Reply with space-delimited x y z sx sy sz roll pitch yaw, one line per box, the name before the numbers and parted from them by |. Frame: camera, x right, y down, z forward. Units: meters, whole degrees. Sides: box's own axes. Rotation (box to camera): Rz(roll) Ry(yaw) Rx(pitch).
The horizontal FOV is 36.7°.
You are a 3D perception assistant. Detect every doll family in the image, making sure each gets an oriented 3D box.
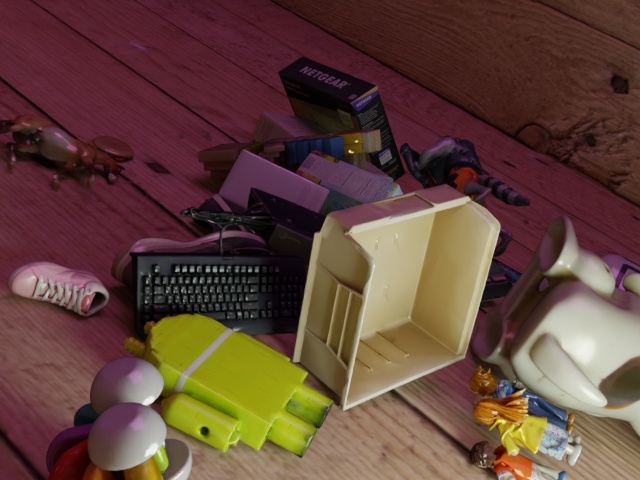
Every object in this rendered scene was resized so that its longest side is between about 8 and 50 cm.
doll family | 0.293 0.255 1.419 0.163 0.118 0.263 25 20 3

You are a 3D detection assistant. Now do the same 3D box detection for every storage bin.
storage bin | 0.112 0.072 1.407 0.262 0.260 0.123 -15 37 -39

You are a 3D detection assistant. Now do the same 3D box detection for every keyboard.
keyboard | -0.139 0.039 1.412 0.033 0.201 0.317 -9 -8 43

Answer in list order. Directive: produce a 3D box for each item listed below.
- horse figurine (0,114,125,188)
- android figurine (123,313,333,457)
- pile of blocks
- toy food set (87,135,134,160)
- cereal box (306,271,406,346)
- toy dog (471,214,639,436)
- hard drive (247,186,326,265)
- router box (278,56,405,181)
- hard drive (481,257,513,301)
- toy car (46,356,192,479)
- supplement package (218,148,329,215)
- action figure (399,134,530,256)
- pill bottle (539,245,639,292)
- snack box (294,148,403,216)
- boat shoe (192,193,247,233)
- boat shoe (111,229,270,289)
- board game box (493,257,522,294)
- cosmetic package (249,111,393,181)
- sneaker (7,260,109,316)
horse figurine | -0.476 -0.158 1.686 0.263 0.066 0.174 23 26 -10
android figurine | -0.122 0.180 1.246 0.273 0.056 0.248 26 21 5
pile of blocks | -0.055 -0.144 1.922 0.362 0.112 0.149 -7 13 0
toy food set | -0.404 -0.179 1.879 0.083 0.020 0.083 33 22 23
cereal box | 0.106 0.122 1.650 0.173 0.047 0.240 1 31 -44
toy dog | 0.512 0.190 1.579 0.408 0.284 0.395 29 9 -6
hard drive | 0.000 0.000 1.647 0.255 0.054 0.172 22 16 -30
router box | 0.048 -0.276 2.251 0.081 0.242 0.309 -35 37 -18
hard drive | 0.201 0.015 1.975 0.237 0.064 0.339 -5 33 -44
toy car | -0.207 0.221 0.967 0.136 0.159 0.182 -17 28 -3
supplement package | -0.086 -0.073 1.791 0.179 0.105 0.105 26 -14 5
action figure | 0.354 -0.119 2.226 0.341 0.178 0.330 37 20 -42
pill bottle | 0.598 0.154 1.875 0.363 0.210 0.210 29 21 13
snack box | 0.072 -0.070 1.836 0.207 0.070 0.174 24 -19 33
boat shoe | -0.161 -0.001 1.678 0.065 0.075 0.206 -30 48 -11
boat shoe | -0.178 0.048 1.462 0.285 0.102 0.092 -1 40 -48
board game box | 0.361 0.061 2.111 0.186 0.026 0.126 30 21 16
cosmetic package | -0.007 -0.167 2.154 0.160 0.113 0.309 2 30 -45
sneaker | -0.343 0.066 1.291 0.134 0.051 0.070 9 19 -44
